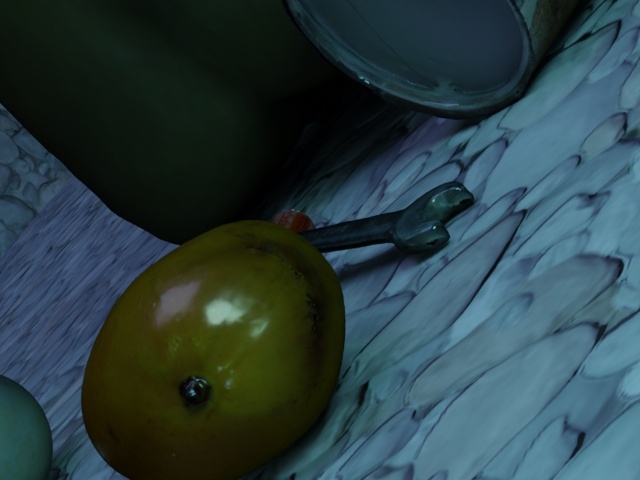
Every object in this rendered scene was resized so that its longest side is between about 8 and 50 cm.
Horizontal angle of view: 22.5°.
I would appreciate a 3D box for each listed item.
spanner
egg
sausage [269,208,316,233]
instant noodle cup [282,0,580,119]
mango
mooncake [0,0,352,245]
[{"bbox_3d":[0.000,0.000,0.958,0.254,0.015,0.054,-11,33,54],"label":"spanner"},{"bbox_3d":[-0.252,0.152,1.172,0.114,0.114,0.152,-46,6,-1],"label":"egg"},{"bbox_3d":[-0.033,0.026,1.040,0.034,0.034,0.129,-38,15,32],"label":"sausage"},{"bbox_3d":[0.091,-0.208,1.004,0.217,0.217,0.207,-27,29,58],"label":"instant noodle cup"},{"bbox_3d":[-0.057,0.064,0.827,0.145,0.112,0.219,-50,1,-17],"label":"mango"},{"bbox_3d":[-0.062,-0.221,1.317,0.467,0.262,0.467,-51,-1,-1],"label":"mooncake"}]
